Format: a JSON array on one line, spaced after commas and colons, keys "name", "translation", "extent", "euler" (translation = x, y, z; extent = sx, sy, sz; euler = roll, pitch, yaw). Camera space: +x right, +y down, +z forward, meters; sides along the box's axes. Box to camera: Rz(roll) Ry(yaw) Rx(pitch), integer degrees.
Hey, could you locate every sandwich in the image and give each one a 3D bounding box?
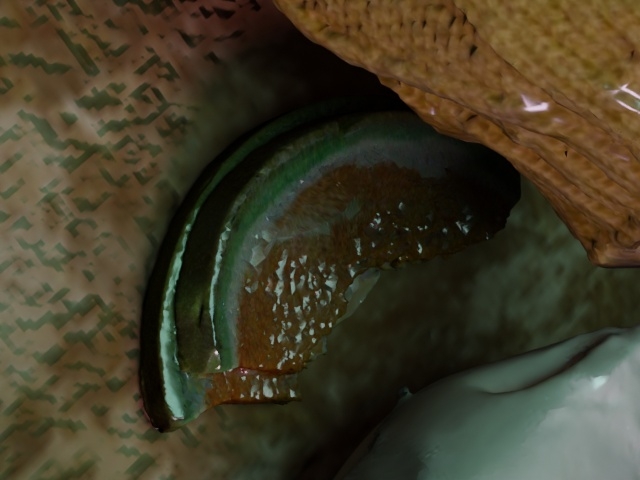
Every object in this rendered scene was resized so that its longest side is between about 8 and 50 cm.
[{"name": "sandwich", "translation": [-0.002, 0.000, 0.520], "extent": [0.135, 0.029, 0.067], "euler": [-42, 109, -30]}]

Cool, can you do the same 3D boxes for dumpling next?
[{"name": "dumpling", "translation": [0.050, 0.113, 0.507], "extent": [0.150, 0.092, 0.176], "euler": [47, 58, -26]}]

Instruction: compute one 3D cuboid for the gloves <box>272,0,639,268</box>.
[{"name": "gloves", "translation": [0.037, -0.141, 0.486], "extent": [0.203, 0.155, 0.356], "euler": [-20, 81, -42]}]
